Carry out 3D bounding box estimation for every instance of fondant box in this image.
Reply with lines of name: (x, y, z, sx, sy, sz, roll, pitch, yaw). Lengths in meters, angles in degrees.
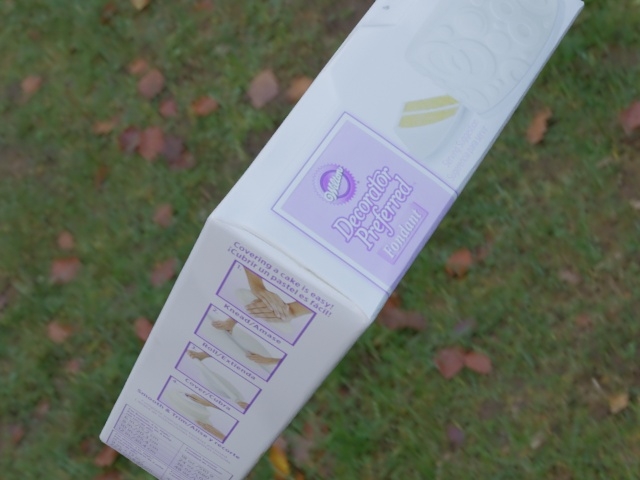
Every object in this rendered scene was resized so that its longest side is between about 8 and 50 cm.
fondant box: (0.000, 0.000, 0.908, 0.096, 0.330, 0.238, 34, 60, 2)
